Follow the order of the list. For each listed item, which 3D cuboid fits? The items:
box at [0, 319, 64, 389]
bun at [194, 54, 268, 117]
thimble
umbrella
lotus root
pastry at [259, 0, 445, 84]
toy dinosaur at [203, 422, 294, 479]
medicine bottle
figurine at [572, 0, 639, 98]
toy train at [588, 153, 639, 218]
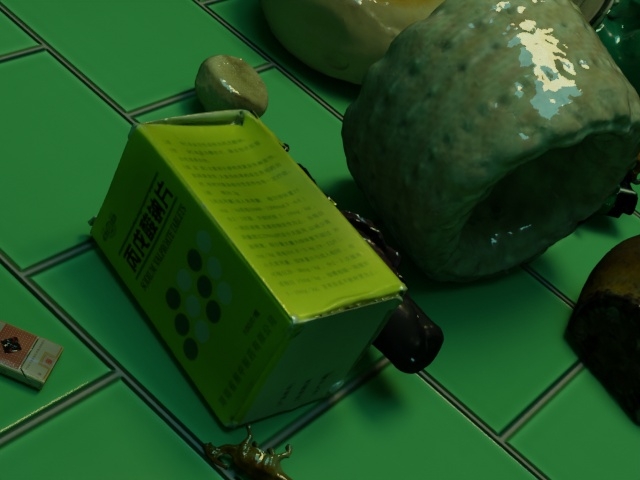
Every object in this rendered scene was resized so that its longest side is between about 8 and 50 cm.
[{"bbox_3d":[-0.249,0.084,0.974,0.083,0.012,0.046,23,35,-3],"label":"box"},{"bbox_3d":[-0.100,-0.159,1.327,0.086,0.055,0.086,29,33,-22],"label":"bun"},{"bbox_3d":[0.178,-0.103,1.245,0.292,0.291,0.195,-8,57,-38],"label":"thimble"},{"bbox_3d":[0.000,0.000,1.151,0.326,0.094,0.090,44,17,31],"label":"umbrella"},{"bbox_3d":[0.396,0.073,1.282,0.260,0.149,0.267,4,39,-29],"label":"lotus root"},{"bbox_3d":[0.044,-0.294,1.507,0.265,0.133,0.264,15,38,-12],"label":"pastry"},{"bbox_3d":[-0.038,0.177,0.980,0.113,0.026,0.041,20,43,6],"label":"toy dinosaur"},{"bbox_3d":[-0.070,0.018,1.061,0.141,0.137,0.250,-14,54,-42],"label":"medicine bottle"},{"bbox_3d":[0.478,-0.222,1.640,0.340,0.231,0.323,32,61,-8],"label":"figurine"},{"bbox_3d":[0.290,-0.079,1.447,0.228,0.091,0.136,13,49,-20],"label":"toy train"}]
